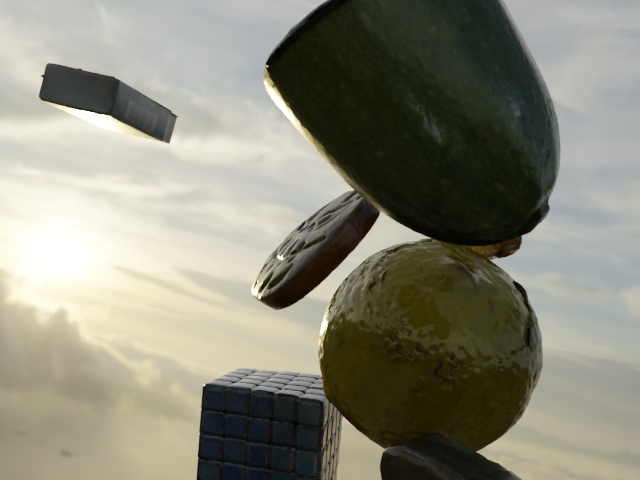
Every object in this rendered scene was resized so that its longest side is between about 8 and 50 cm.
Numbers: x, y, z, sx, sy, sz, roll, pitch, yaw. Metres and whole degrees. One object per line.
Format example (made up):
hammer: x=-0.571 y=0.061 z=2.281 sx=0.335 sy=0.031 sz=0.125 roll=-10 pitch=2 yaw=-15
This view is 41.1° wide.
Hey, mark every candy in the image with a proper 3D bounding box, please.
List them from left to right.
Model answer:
candy: x=0.188 y=0.337 z=1.119 sx=0.104 sy=0.102 sz=0.234 roll=-1 pitch=13 yaw=-44

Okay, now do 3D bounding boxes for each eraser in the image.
eraser: x=-0.254 y=-0.164 z=1.058 sx=0.092 sy=0.046 sz=0.212 roll=14 pitch=-1 yaw=11

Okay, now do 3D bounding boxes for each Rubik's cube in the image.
Rubik's cube: x=-0.091 y=0.379 z=1.619 sx=0.237 sy=0.237 sz=0.238 roll=3 pitch=1 yaw=11

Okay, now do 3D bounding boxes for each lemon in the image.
lemon: x=0.169 y=0.183 z=1.368 sx=0.350 sy=0.349 sz=0.387 roll=14 pitch=-52 yaw=-7

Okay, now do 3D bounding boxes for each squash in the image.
squash: x=0.127 y=-0.124 z=1.007 sx=0.310 sy=0.308 sz=0.310 roll=-25 pitch=-6 yaw=-3

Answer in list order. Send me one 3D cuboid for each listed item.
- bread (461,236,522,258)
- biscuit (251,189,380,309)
bread: x=0.283 y=-0.048 z=1.601 sx=0.149 sy=0.195 sz=0.344 roll=-8 pitch=-6 yaw=6
biscuit: x=-0.006 y=-0.007 z=1.683 sx=0.070 sy=0.350 sz=0.394 roll=45 pitch=-12 yaw=-9
